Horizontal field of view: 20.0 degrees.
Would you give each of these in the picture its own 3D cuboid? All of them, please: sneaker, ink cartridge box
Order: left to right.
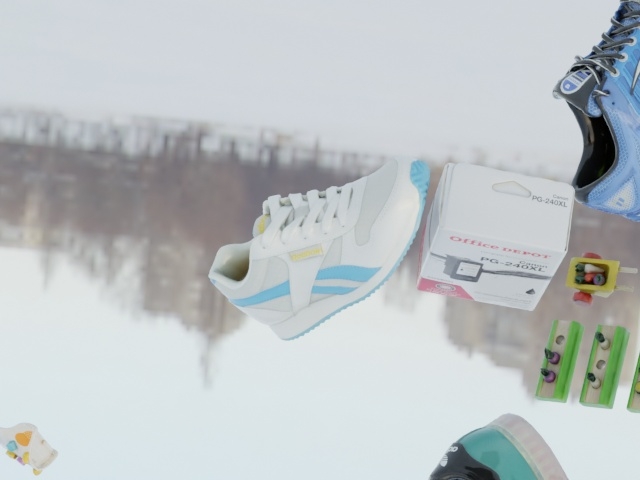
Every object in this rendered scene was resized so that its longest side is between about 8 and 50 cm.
[{"bbox_3d":[0.000,0.000,1.439,0.092,0.087,0.229,33,133,-20],"label":"sneaker"},{"bbox_3d":[0.145,-0.001,1.534,0.109,0.063,0.150,11,159,0],"label":"ink cartridge box"},{"bbox_3d":[0.212,0.316,1.714,0.121,0.302,0.108,-27,163,-26],"label":"sneaker"},{"bbox_3d":[0.331,-0.181,1.916,0.147,0.330,0.130,3,-170,-16],"label":"sneaker"}]

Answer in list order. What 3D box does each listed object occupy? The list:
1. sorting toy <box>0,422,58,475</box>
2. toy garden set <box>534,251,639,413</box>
[{"bbox_3d":[-0.379,0.254,2.264,0.075,0.045,0.083,20,157,22],"label":"sorting toy"},{"bbox_3d":[0.396,0.114,2.309,0.244,0.204,0.049,3,159,37],"label":"toy garden set"}]
